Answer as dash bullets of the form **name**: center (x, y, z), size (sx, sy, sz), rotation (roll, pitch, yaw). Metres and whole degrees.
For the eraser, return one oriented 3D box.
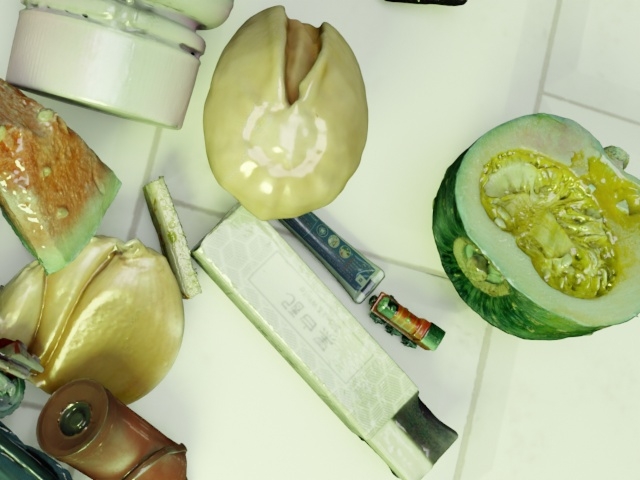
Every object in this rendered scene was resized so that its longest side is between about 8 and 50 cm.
- **eraser**: center (0.003, 0.130, 1.358), size (0.096, 0.098, 0.404), rotation (-43, 97, -13)

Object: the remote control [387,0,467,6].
- **remote control**: center (0.165, -0.512, 1.440), size (0.144, 0.062, 0.399), rotation (6, 82, 7)

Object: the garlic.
- **garlic**: center (-0.266, 0.091, 1.282), size (0.217, 0.110, 0.228), rotation (41, 96, -22)

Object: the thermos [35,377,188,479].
- **thermos**: center (-0.224, 0.249, 1.257), size (0.099, 0.124, 0.232), rotation (-41, 139, -1)

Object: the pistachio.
- **pistachio**: center (-0.038, -0.160, 1.289), size (0.193, 0.214, 0.318), rotation (16, 40, -7)

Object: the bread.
- **bread**: center (-0.185, -0.002, 1.329), size (0.028, 0.068, 0.154), rotation (-18, 92, -17)

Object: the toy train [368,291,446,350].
- **toy train**: center (0.109, 0.105, 1.405), size (0.103, 0.064, 0.044), rotation (36, 80, -11)

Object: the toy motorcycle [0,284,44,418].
- **toy motorcycle**: center (-0.375, 0.093, 1.150), size (0.122, 0.082, 0.213), rotation (-54, 133, -25)

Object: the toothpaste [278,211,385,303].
- **toothpaste**: center (0.000, 0.000, 1.398), size (0.197, 0.035, 0.057), rotation (43, 82, -12)

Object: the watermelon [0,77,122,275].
- **watermelon**: center (-0.333, -0.102, 1.174), size (0.140, 0.193, 0.257), rotation (-44, 137, -16)

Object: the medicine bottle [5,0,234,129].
- **medicine bottle**: center (-0.223, -0.308, 1.242), size (0.256, 0.256, 0.325), rotation (16, 91, -14)

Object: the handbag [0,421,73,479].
- **handbag**: center (-0.396, 0.302, 1.151), size (0.241, 0.263, 0.222), rotation (41, 84, -8)

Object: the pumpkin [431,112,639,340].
- **pumpkin**: center (0.278, -0.005, 1.395), size (0.263, 0.197, 0.293), rotation (-42, 91, -24)
